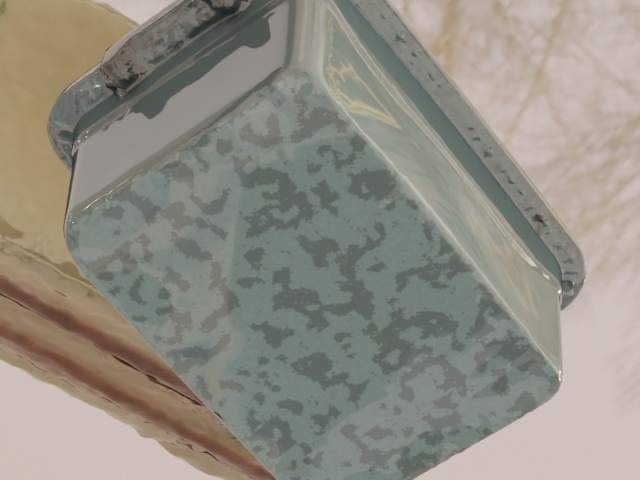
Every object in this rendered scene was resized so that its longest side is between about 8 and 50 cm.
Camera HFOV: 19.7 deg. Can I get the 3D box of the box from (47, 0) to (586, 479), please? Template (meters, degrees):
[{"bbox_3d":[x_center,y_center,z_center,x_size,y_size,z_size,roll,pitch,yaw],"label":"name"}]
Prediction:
[{"bbox_3d":[0.000,0.000,0.791,0.227,0.162,0.130,49,-160,-24],"label":"box"}]

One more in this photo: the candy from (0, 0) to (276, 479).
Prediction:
[{"bbox_3d":[-0.099,-0.003,1.034,0.320,0.135,0.179,31,-124,-16],"label":"candy"}]
